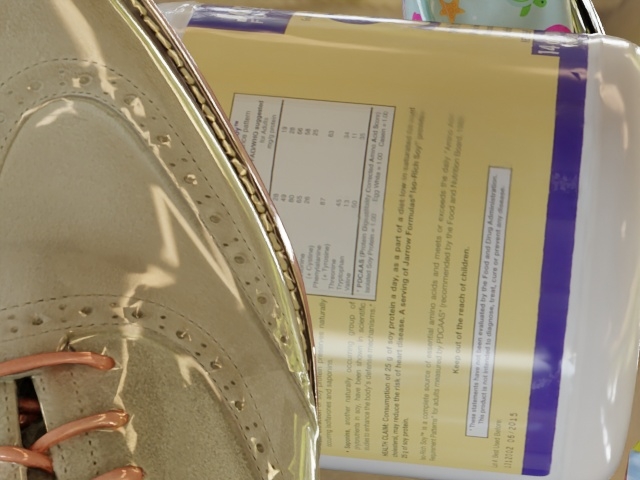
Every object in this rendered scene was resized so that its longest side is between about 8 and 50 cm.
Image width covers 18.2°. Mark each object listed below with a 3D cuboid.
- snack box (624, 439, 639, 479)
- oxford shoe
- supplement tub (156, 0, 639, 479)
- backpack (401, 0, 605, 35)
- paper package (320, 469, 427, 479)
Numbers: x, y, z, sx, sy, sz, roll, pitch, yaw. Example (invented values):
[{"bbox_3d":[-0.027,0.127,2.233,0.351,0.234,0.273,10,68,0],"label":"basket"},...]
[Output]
[{"bbox_3d":[0.283,0.131,1.101,0.174,0.070,0.207,18,-154,27],"label":"snack box"},{"bbox_3d":[-0.059,0.073,0.574,0.140,0.146,0.397,-20,-88,1],"label":"oxford shoe"},{"bbox_3d":[0.000,0.000,1.049,0.331,0.241,0.241,5,-137,5],"label":"supplement tub"},{"bbox_3d":[0.111,-0.075,1.271,0.191,0.254,0.225,-9,-171,4],"label":"backpack"},{"bbox_3d":[-0.029,0.259,1.125,0.324,0.168,0.309,-16,-165,-10],"label":"paper package"}]
